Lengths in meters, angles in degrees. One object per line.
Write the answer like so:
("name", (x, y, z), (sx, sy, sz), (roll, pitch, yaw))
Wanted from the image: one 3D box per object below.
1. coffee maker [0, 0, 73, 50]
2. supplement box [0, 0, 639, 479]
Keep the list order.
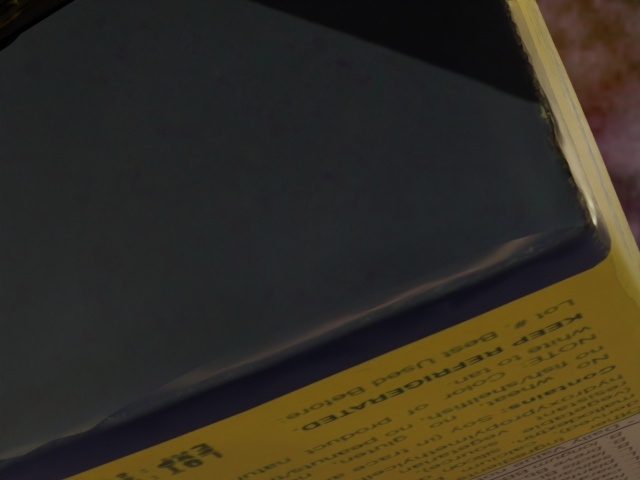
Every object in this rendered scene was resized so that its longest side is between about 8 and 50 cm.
("coffee maker", (-0.125, -0.116, 0.373), (0.171, 0.120, 0.178), (-26, -142, -31))
("supplement box", (0.000, 0.000, 0.586), (0.194, 0.195, 0.356), (-22, 157, 10))
